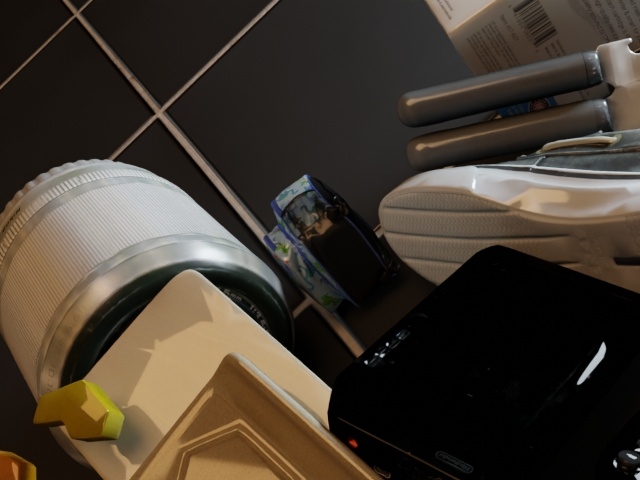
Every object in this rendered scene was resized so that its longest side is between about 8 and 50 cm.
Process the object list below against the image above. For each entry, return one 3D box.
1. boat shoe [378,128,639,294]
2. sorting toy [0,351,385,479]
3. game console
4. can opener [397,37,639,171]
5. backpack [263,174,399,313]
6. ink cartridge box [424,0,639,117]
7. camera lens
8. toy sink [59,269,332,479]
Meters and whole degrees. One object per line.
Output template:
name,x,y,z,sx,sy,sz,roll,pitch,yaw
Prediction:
boat shoe,0.198,-0.019,0.733,0.335,0.121,0.119,4,38,43
sorting toy,-0.081,0.190,0.613,0.307,0.041,0.229,37,90,31
game console,0.196,0.114,0.569,0.361,0.044,0.213,21,42,33
can opener,0.203,-0.113,0.792,0.280,0.074,0.093,-13,4,5
backpack,0.000,0.000,0.882,0.084,0.105,0.114,-40,33,4
ink cartridge box,0.215,-0.200,0.838,0.203,0.148,0.086,-33,37,12
camera lens,-0.167,0.062,0.881,0.219,0.219,0.274,-47,38,-4
toy sink,-0.047,0.159,0.711,0.234,0.131,0.153,37,83,30
